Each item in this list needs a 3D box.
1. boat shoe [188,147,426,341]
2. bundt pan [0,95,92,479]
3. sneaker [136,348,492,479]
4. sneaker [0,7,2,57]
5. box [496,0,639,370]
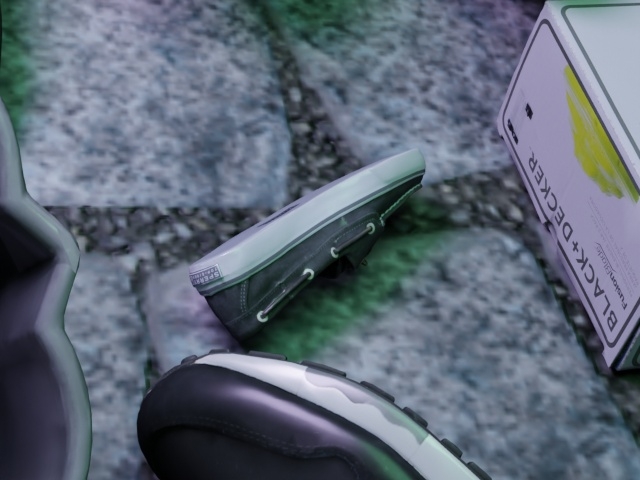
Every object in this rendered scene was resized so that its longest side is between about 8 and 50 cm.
[{"bbox_3d":[0.000,0.000,0.739,0.142,0.049,0.040,-31,97,-37],"label":"boat shoe"},{"bbox_3d":[-0.242,0.050,0.501,0.330,0.124,0.331,2,84,-17],"label":"bundt pan"},{"bbox_3d":[0.028,0.153,0.573,0.283,0.107,0.124,35,56,15],"label":"sneaker"},{"bbox_3d":[-0.237,-0.137,0.763,0.090,0.145,0.270,5,75,-58],"label":"sneaker"},{"bbox_3d":[0.254,-0.038,0.809,0.290,0.087,0.169,-4,51,-18],"label":"box"}]
